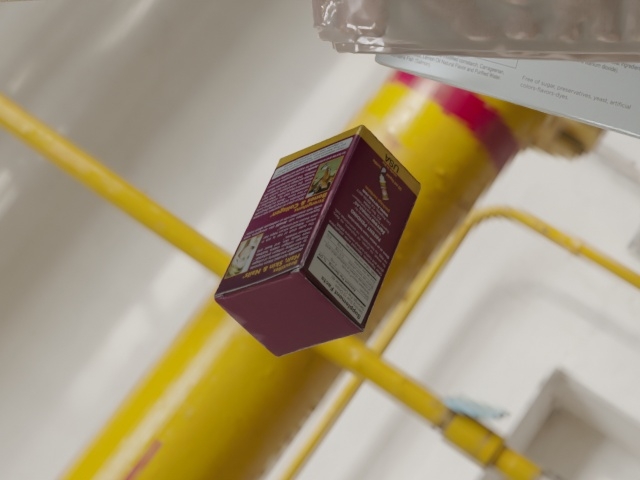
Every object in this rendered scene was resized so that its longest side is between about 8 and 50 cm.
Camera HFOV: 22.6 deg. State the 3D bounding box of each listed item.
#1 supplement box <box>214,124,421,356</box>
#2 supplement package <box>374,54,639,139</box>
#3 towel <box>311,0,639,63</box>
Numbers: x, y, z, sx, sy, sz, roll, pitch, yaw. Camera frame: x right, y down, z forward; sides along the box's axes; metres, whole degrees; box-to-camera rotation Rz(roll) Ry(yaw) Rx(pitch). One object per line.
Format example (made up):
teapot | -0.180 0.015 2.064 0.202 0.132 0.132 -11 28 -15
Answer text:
supplement box | 0.000 0.000 0.669 0.055 0.043 0.083 -18 36 43
supplement package | 0.190 -0.200 0.936 0.199 0.198 0.262 -1 -72 -57
towel | 0.143 -0.233 0.617 0.053 0.317 0.331 -44 -45 -66
